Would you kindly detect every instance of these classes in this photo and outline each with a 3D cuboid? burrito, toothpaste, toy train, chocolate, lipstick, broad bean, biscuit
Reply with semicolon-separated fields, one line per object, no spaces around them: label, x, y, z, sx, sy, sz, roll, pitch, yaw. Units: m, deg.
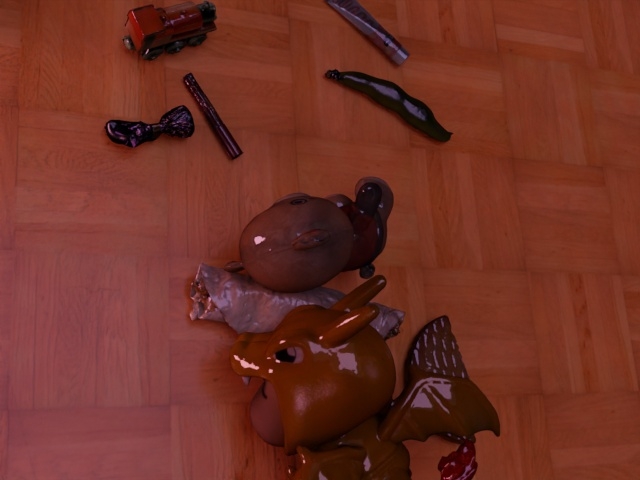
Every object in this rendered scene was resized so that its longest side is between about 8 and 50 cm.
burrito;-0.037;0.132;1.475;0.391;0.076;0.117;14;89;-19
toothpaste;0.099;-0.440;1.731;0.205;0.036;0.056;43;64;-3
toy train;-0.262;-0.381;1.502;0.175;0.118;0.074;-23;87;-26
chocolate;-0.296;-0.191;1.468;0.147;0.072;0.070;-19;124;-20
lipstick;-0.198;-0.227;1.537;0.027;0.027;0.177;-32;88;-28
broad bean;0.147;-0.284;1.700;0.297;0.043;0.060;28;76;-13
biscuit;0.237;0.257;1.583;0.176;0.031;0.229;20;66;-19

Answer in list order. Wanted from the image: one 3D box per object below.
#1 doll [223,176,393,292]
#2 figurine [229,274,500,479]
doll;0.000;0.000;1.440;0.329;0.235;0.174;-15;88;-50
figurine;0.065;0.280;1.369;0.400;0.268;0.387;-26;100;-18
